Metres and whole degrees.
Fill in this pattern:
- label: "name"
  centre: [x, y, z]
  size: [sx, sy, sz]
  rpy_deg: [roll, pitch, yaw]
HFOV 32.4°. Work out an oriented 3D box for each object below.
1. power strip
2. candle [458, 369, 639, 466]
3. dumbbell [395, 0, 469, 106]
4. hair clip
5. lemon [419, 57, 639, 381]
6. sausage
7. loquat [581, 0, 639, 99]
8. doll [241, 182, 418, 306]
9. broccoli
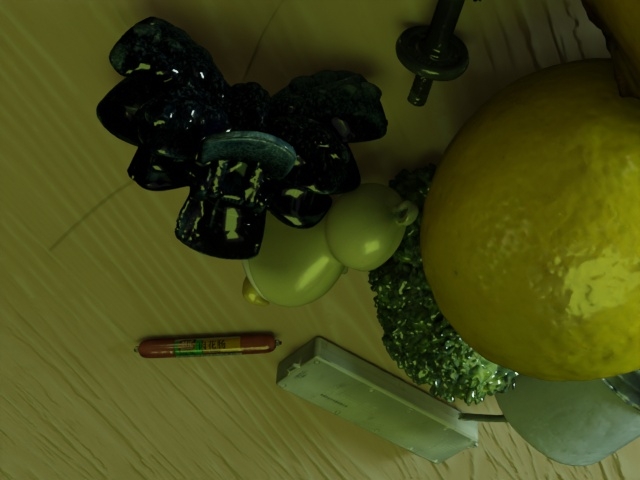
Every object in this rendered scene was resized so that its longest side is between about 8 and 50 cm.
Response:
- label: "power strip"
  centre: [0.097, 0.256, 1.706]
  size: [0.367, 0.043, 0.106]
  rpy_deg: [30, 132, -26]
- label: "candle"
  centre: [0.365, 0.170, 1.467]
  size: [0.221, 0.221, 0.342]
  rpy_deg: [21, 138, -19]
- label: "dumbbell"
  centre: [0.130, -0.236, 1.129]
  size: [0.082, 0.081, 0.254]
  rpy_deg: [9, 138, -6]
- label: "hair clip"
  centre: [-0.085, -0.114, 1.183]
  size: [0.310, 0.206, 0.194]
  rpy_deg: [12, 141, -12]
- label: "lemon"
  centre: [0.270, -0.018, 1.138]
  size: [0.348, 0.348, 0.348]
  rpy_deg: [2, 138, 2]
- label: "sausage"
  centre: [-0.167, 0.156, 1.623]
  size: [0.223, 0.029, 0.029]
  rpy_deg: [-3, 138, 7]
- label: "loquat"
  centre: [0.389, -0.250, 0.916]
  size: [0.359, 0.328, 0.328]
  rpy_deg: [-32, 127, 25]
- label: "doll"
  centre: [0.009, 0.006, 1.339]
  size: [0.296, 0.141, 0.117]
  rpy_deg: [-14, 142, 40]
- label: "broccoli"
  centre: [0.181, 0.048, 1.392]
  size: [0.246, 0.248, 0.288]
  rpy_deg: [-17, 137, -33]
